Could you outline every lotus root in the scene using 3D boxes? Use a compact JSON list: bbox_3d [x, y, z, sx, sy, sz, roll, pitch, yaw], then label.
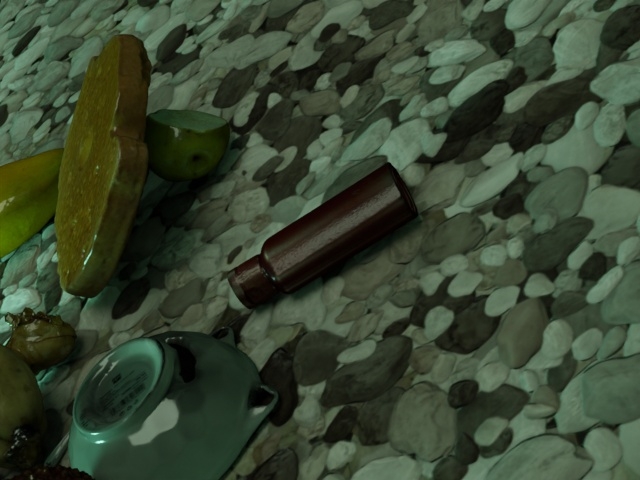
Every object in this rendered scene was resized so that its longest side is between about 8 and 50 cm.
[{"bbox_3d":[-0.456,0.228,1.897,0.140,0.155,0.257,-13,35,-38],"label":"lotus root"}]

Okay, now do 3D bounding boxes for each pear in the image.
[{"bbox_3d":[-0.211,-0.141,2.113,0.141,0.104,0.141,9,23,-4],"label":"pear"}]

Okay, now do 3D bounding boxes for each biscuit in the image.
[{"bbox_3d":[-0.336,-0.115,2.109,0.350,0.078,0.455,-53,31,39],"label":"biscuit"}]

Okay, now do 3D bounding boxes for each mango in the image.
[{"bbox_3d":[-0.533,-0.057,2.326,0.316,0.119,0.176,-32,31,-4],"label":"mango"}]

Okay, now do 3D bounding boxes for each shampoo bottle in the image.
[{"bbox_3d":[0.000,0.000,1.792,0.260,0.064,0.102,-32,36,13],"label":"shampoo bottle"}]

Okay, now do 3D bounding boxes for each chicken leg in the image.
[{"bbox_3d":[-0.451,0.164,2.018,0.207,0.085,0.101,-30,69,26],"label":"chicken leg"}]

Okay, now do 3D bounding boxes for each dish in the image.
[{"bbox_3d":[-0.214,0.209,1.710,0.303,0.120,0.303,-26,37,22],"label":"dish"}]

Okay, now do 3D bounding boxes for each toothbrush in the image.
[{"bbox_3d":[-0.320,0.228,1.876,0.017,0.022,0.204,16,61,32],"label":"toothbrush"}]

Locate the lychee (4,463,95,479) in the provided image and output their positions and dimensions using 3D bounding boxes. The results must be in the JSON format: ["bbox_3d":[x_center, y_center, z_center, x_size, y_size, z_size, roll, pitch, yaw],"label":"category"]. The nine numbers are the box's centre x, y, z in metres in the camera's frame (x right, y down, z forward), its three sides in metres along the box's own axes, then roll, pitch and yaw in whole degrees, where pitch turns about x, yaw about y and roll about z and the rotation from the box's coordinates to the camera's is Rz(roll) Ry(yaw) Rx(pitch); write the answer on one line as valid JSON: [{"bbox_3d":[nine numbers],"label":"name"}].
[{"bbox_3d":[-0.312,0.355,1.584,0.188,0.188,0.188,-25,37,21],"label":"lychee"}]
